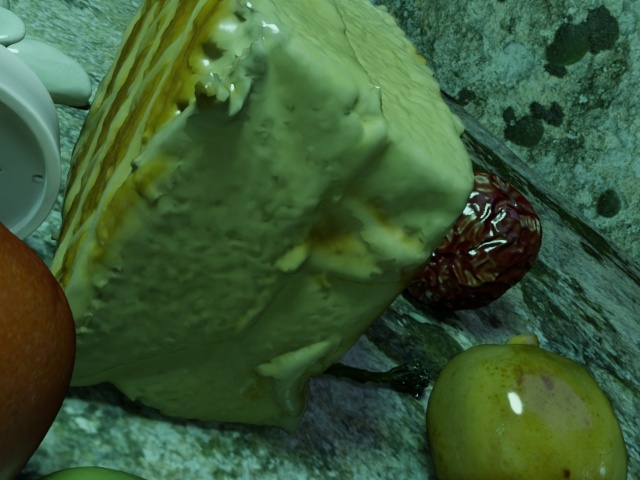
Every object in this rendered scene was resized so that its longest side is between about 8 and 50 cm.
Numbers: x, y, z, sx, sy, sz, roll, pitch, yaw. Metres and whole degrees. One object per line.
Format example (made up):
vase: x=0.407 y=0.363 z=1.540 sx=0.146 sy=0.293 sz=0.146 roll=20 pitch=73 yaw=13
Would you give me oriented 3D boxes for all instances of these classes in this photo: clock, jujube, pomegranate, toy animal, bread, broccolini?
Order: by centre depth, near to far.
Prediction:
clock: x=-0.314 y=-0.074 z=0.550 sx=0.197 sy=0.197 sz=0.068 roll=20 pitch=31 yaw=-35
bread: x=-0.076 y=-0.069 z=0.656 sx=0.279 sy=0.390 sz=0.371 roll=19 pitch=32 yaw=-28
toy animal: x=-0.381 y=-0.221 z=0.657 sx=0.325 sy=0.154 sz=0.208 roll=36 pitch=0 yaw=12
pomegranate: x=0.226 y=0.225 z=0.769 sx=0.233 sy=0.233 sz=0.233 roll=31 pitch=28 yaw=-18
broccolini: x=0.058 y=0.172 z=0.853 sx=0.218 sy=0.042 sz=0.044 roll=8 pitch=41 yaw=-38
jujube: x=0.226 y=0.006 z=1.099 sx=0.213 sy=0.232 sz=0.213 roll=32 pitch=31 yaw=-22

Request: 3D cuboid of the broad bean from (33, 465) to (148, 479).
broad bean: x=-0.105 y=0.265 z=0.370 sx=0.238 sy=0.119 sz=0.291 roll=26 pitch=32 yaw=-51

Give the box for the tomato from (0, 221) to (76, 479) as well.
tomato: x=-0.268 y=0.057 z=0.359 sx=0.256 sy=0.256 sz=0.224 roll=34 pitch=42 yaw=-12
